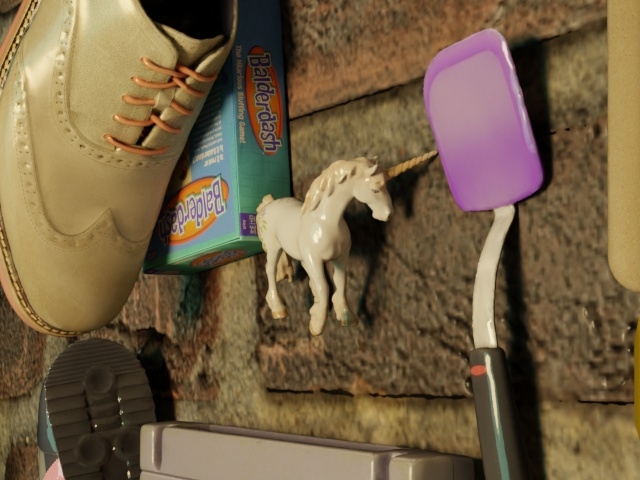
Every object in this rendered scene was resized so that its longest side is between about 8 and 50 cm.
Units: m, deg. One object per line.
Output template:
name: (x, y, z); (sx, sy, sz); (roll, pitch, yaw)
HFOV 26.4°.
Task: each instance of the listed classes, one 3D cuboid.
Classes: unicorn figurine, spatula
unicorn figurine: (0.000, 0.000, 0.871); (0.162, 0.060, 0.111); (6, 105, 47)
spatula: (0.095, 0.036, 0.750); (0.084, 0.030, 0.296); (-16, 74, 57)

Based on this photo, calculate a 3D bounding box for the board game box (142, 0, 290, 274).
board game box: (-0.085, -0.088, 1.026); (0.160, 0.047, 0.210); (-16, 74, 55)

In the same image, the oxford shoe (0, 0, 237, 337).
oxford shoe: (-0.142, -0.111, 0.951); (0.146, 0.140, 0.397); (22, 108, 48)

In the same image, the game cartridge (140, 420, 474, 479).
game cartridge: (-0.023, 0.242, 0.898); (0.355, 0.068, 0.230); (-5, 87, 57)

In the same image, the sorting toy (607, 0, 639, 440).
sorting toy: (0.149, -0.059, 0.543); (0.229, 0.041, 0.307); (75, -163, -73)

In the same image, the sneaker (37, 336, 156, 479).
sneaker: (-0.175, 0.246, 1.116); (0.131, 0.112, 0.319); (139, 130, -70)
